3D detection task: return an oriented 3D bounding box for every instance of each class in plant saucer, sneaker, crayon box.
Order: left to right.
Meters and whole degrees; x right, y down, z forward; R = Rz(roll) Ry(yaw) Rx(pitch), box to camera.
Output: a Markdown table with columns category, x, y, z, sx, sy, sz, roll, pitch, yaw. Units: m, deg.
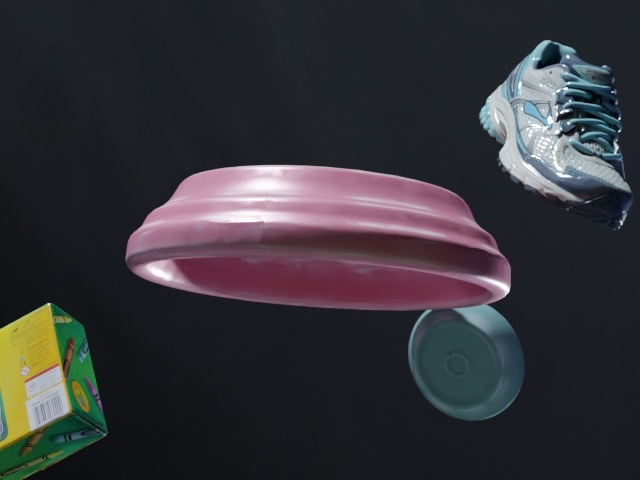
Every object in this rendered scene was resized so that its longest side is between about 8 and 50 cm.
| category | x | y | z | sx | sy | sz | roll | pitch | yaw |
| --- | --- | --- | --- | --- | --- | --- | --- | --- | --- |
| crayon box | -0.410 | 0.216 | 1.850 | 0.081 | 0.278 | 0.165 | 47 | 19 | -52 |
| plant saucer | 0.000 | 0.000 | 1.313 | 0.332 | 0.332 | 0.084 | 24 | 69 | -63 |
| plant saucer | 0.133 | 0.115 | 1.424 | 0.021 | 0.119 | 0.119 | -20 | 86 | -59 |
| sneaker | 0.231 | -0.112 | 1.430 | 0.110 | 0.122 | 0.283 | 22 | 20 | -22 |
